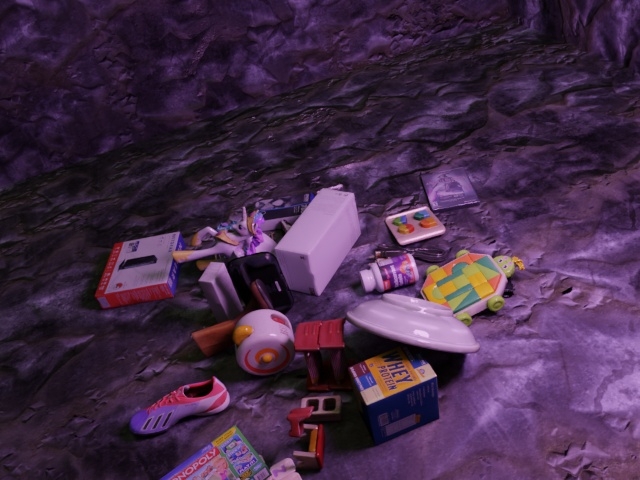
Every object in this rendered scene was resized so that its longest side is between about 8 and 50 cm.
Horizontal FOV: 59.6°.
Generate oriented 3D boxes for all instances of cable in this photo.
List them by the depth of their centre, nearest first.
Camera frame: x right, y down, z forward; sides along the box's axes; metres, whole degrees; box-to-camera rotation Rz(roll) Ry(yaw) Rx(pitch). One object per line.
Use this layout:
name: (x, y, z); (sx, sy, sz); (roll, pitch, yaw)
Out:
cable: (0.322, 0.060, 2.102); (0.287, 0.072, 0.139); (0, 21, -1)

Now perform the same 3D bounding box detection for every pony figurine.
pony figurine: (-0.308, 0.063, 2.089); (0.363, 0.351, 0.303); (-25, 31, 17)

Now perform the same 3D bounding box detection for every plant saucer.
plant saucer: (0.276, 0.229, 1.650); (0.400, 0.101, 0.400); (11, 1, 0)

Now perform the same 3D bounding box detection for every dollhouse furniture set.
dollhouse furniture set: (0.007, 0.429, 1.596); (0.152, 0.201, 0.374); (-6, 38, 10)

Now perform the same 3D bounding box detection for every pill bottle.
pill bottle: (0.241, 0.121, 1.983); (0.193, 0.108, 0.108); (-16, 38, -2)

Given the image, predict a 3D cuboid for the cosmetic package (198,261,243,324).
cosmetic package: (-0.348, 0.197, 1.967); (0.060, 0.239, 0.099); (4, 41, 23)

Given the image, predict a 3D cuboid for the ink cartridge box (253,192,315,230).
ink cartridge box: (-0.131, -0.128, 2.451); (0.332, 0.065, 0.165); (-8, 38, 6)

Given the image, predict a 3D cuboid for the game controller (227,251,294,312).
game controller: (-0.199, 0.157, 1.907); (0.166, 0.319, 0.067); (-20, 47, -2)

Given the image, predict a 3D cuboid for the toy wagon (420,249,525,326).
toy wagon: (0.510, 0.134, 1.868); (0.344, 0.068, 0.267); (-29, 39, 6)

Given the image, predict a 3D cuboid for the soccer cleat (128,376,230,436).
soccer cleat: (-0.444, 0.502, 1.715); (0.318, 0.117, 0.109); (-16, 38, -3)

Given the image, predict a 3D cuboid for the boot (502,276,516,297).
boot: (0.596, 0.148, 1.893); (0.121, 0.045, 0.099); (-2, 43, 14)

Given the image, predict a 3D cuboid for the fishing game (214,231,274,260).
fishing game: (-0.319, 0.030, 2.331); (0.263, 0.041, 0.189); (-14, 40, 0)

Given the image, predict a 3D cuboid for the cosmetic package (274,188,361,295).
cosmetic package: (0.000, 0.000, 2.128); (0.156, 0.217, 0.385); (11, 42, 29)

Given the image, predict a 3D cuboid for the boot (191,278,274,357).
boot: (-0.291, 0.260, 1.853); (0.280, 0.264, 0.096); (-18, 52, -7)

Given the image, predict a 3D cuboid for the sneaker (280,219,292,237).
sneaker: (-0.105, -0.029, 2.327); (0.077, 0.072, 0.178); (-17, 44, -24)

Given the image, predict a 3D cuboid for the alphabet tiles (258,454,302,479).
alphabet tiles: (-0.173, 0.682, 1.443); (0.277, 0.021, 0.284); (-25, 29, -14)

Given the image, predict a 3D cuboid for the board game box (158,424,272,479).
board game box: (-0.313, 0.658, 1.499); (0.317, 0.046, 0.213); (-33, 29, -21)

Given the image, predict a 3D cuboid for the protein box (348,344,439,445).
protein box: (0.205, 0.422, 1.543); (0.201, 0.200, 0.136); (-20, 39, -9)

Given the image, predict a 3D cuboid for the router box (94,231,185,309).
router box: (-0.737, 0.118, 2.317); (0.300, 0.082, 0.336); (-11, 38, 4)

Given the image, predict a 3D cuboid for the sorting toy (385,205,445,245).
sorting toy: (0.372, -0.067, 2.220); (0.192, 0.038, 0.208); (-16, 31, -2)

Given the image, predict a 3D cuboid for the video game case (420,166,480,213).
video game case: (0.547, -0.219, 2.381); (0.195, 0.026, 0.274); (-10, 39, 5)

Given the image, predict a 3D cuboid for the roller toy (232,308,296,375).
roller toy: (-0.178, 0.329, 1.783); (0.191, 0.209, 0.146); (-9, 38, -7)
